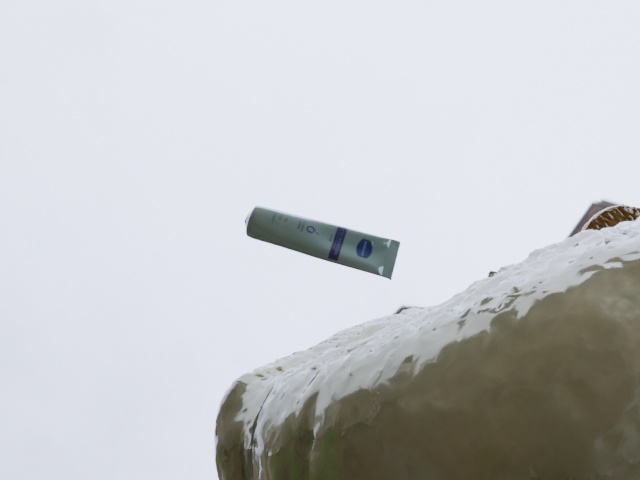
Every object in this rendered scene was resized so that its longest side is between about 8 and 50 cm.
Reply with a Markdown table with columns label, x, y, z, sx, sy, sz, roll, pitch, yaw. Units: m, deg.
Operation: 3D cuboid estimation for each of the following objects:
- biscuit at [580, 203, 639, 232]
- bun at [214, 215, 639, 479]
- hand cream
| label | x | y | z | sx | sy | sz | roll | pitch | yaw |
| --- | --- | --- | --- | --- | --- | --- | --- | --- | --- |
| biscuit | 0.550 | 0.017 | 1.411 | 0.224 | 0.144 | 0.033 | 38 | -14 | -15 |
| bun | 0.135 | 0.115 | 0.447 | 0.365 | 0.365 | 0.219 | -25 | -95 | 40 |
| hand cream | 0.000 | 0.000 | 1.657 | 0.320 | 0.109 | 0.067 | 16 | -44 | 3 |
